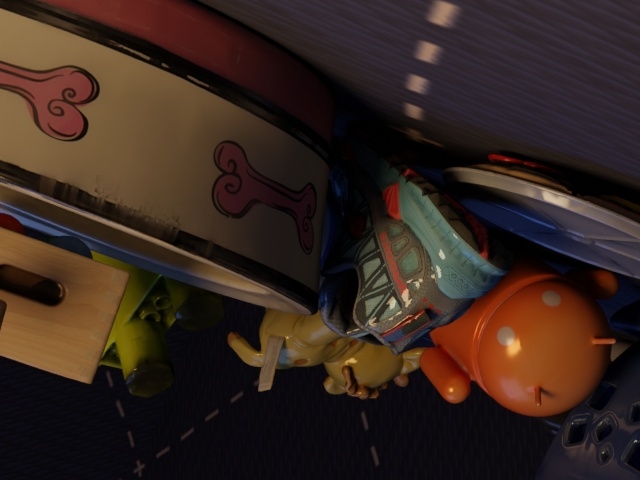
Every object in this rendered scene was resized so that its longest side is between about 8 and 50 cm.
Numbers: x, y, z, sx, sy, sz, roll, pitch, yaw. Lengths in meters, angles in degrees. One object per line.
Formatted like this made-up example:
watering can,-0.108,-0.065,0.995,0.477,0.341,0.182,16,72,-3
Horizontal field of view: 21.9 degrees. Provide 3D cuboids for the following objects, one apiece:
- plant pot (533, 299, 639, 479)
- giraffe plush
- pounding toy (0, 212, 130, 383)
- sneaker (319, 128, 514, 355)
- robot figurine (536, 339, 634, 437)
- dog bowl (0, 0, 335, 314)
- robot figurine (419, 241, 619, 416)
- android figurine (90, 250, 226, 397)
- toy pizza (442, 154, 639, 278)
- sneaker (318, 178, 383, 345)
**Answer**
plant pot,0.369,0.181,1.467,0.236,0.212,0.236,23,173,-30
giraffe plush,0.029,0.088,1.713,0.170,0.210,0.181,32,166,-39
pounding toy,-0.227,0.025,1.122,0.181,0.094,0.206,21,174,-16
sneaker,0.035,0.003,1.171,0.104,0.125,0.262,41,-177,-17
robot figurine,0.398,0.222,1.944,0.278,0.173,0.209,18,-154,22
dog bowl,-0.170,-0.085,1.122,0.408,0.150,0.408,19,174,2
robot figurine,0.177,0.076,1.470,0.158,0.128,0.219,3,-163,-22
android figurine,-0.153,-0.007,1.413,0.056,0.248,0.272,15,-141,-34
toy pizza,0.180,-0.017,1.132,0.201,0.032,0.201,22,174,2
sneaker,0.000,0.000,1.451,0.236,0.130,0.323,16,-177,-32
